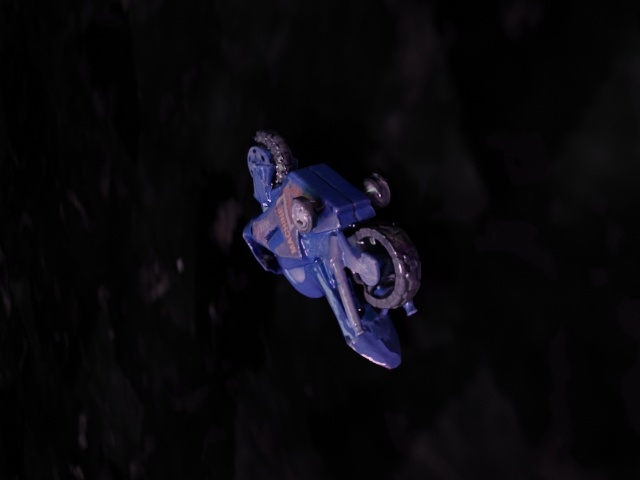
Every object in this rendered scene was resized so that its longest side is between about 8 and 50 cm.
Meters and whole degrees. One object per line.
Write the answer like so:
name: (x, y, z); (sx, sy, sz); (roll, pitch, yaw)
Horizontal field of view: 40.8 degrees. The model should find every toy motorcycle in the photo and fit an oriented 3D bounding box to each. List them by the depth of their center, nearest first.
toy motorcycle: (0.000, 0.000, 0.650); (0.205, 0.076, 0.114); (42, 137, 38)
